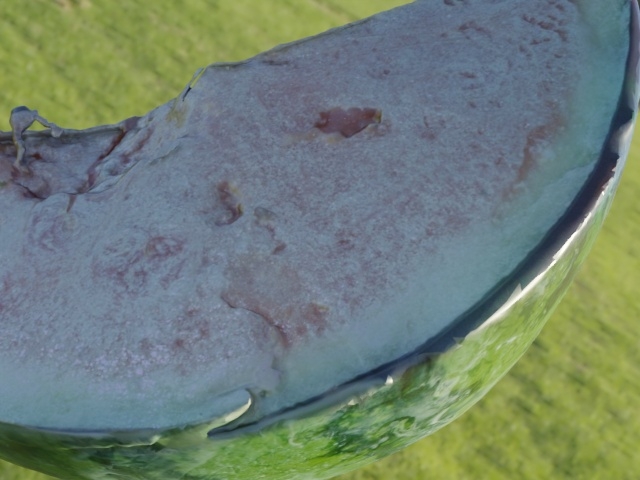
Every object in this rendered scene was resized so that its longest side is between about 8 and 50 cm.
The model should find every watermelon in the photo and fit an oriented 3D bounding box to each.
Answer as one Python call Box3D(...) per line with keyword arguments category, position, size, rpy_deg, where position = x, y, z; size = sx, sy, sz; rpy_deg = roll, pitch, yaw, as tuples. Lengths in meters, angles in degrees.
Box3D(category="watermelon", position=(0.000, 0.000, 0.553), size=(0.224, 0.305, 0.180), rpy_deg=(-124, -166, -81))
